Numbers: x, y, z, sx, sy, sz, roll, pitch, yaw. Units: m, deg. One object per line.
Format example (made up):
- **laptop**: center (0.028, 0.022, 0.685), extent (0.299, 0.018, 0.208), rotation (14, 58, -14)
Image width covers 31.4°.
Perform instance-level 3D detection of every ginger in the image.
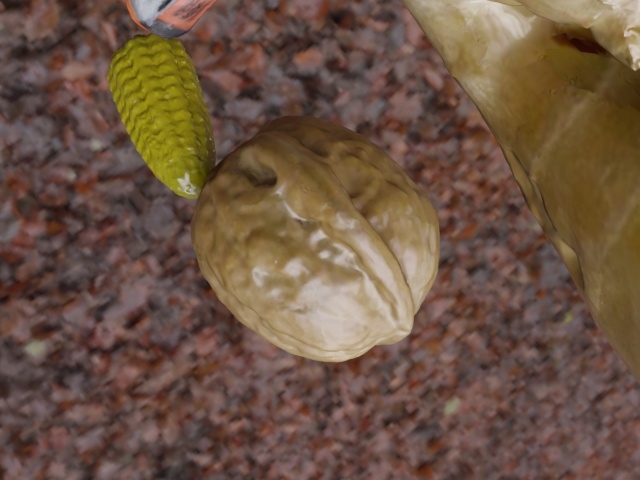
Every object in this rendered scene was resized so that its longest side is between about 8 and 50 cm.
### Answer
- **ginger**: center (0.048, -0.118, 0.351), extent (0.122, 0.348, 0.363), rotation (-37, 128, -8)

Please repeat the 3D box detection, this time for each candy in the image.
- **candy**: center (-0.164, -0.125, 1.228), extent (0.094, 0.199, 0.106), rotation (-23, 146, 1)

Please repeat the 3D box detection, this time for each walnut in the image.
- **walnut**: center (0.000, 0.000, 1.137), extent (0.224, 0.257, 0.257), rotation (-41, 153, -22)

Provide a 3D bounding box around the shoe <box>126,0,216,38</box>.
- **shoe**: center (-0.073, -0.216, 0.758), extent (0.132, 0.336, 0.171), rotation (-21, 123, -71)
